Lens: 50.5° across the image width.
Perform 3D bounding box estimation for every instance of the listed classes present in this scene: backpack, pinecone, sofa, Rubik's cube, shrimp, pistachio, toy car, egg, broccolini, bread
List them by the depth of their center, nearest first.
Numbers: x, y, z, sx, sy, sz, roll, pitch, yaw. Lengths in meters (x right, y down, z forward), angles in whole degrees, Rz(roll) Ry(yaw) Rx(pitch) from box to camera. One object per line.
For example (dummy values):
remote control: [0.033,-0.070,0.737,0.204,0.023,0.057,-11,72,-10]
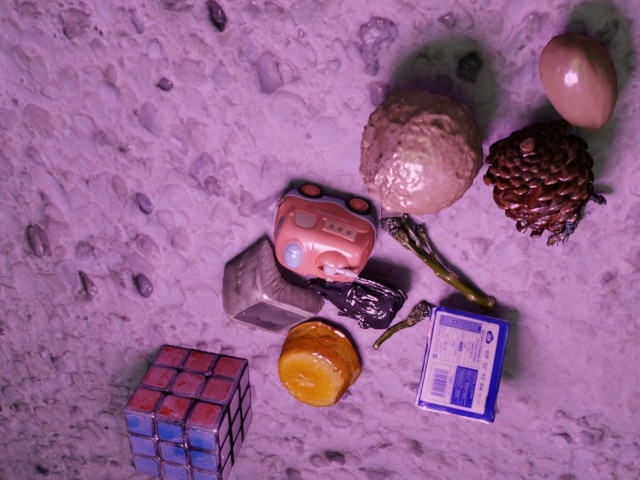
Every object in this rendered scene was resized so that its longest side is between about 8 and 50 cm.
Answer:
pistachio: [0.523,-0.319,1.364,0.135,0.136,0.226,-20,124,27]
pinecone: [0.473,-0.133,1.457,0.224,0.224,0.272,-18,141,26]
egg: [0.216,-0.185,1.462,0.279,0.279,0.310,16,141,5]
shrimp: [0.585,-0.053,1.580,0.082,0.076,0.174,7,133,-40]
toy car: [0.000,0.000,1.683,0.270,0.212,0.181,17,127,5]
broccolini: [0.308,0.047,1.733,0.392,0.079,0.074,36,115,-18]
backpack: [0.089,0.147,1.785,0.258,0.133,0.206,23,169,15]
sofa: [-0.135,0.138,1.889,0.225,0.176,0.210,21,143,-34]
broccolini: [0.221,0.243,1.890,0.051,0.054,0.239,30,130,-23]
bread: [-0.010,0.361,1.979,0.268,0.146,0.269,10,125,15]
Rubik's cube: [-0.404,0.552,2.128,0.305,0.304,0.301,11,126,11]

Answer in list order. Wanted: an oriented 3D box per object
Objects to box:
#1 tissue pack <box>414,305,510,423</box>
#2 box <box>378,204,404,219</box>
tissue pack: [0.362,0.318,1.755,0.209,0.270,0.137,12,172,-6]
box: [0.174,-0.095,1.648,0.063,0.085,0.060,3,124,8]
